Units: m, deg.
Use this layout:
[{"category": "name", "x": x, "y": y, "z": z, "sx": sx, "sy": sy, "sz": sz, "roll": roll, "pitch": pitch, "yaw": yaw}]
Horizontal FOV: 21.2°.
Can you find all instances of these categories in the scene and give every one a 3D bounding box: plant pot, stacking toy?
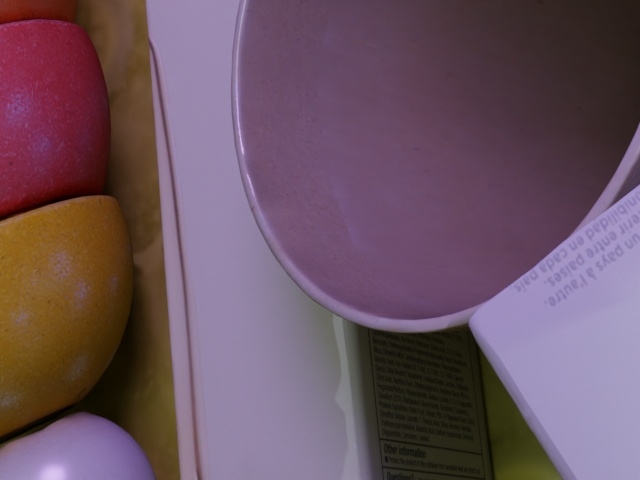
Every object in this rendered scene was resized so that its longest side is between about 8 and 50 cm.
[{"category": "plant pot", "x": 0.143, "y": -0.074, "z": 0.783, "sx": 0.256, "sy": 0.274, "sz": 0.257, "roll": -11, "pitch": 75, "yaw": 47}, {"category": "stacking toy", "x": -0.218, "y": -0.001, "z": 1.014, "sx": 0.350, "sy": 0.350, "sz": 0.480, "roll": -30, "pitch": 85, "yaw": 21}]

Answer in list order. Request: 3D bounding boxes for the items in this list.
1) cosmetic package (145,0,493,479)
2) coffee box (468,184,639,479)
[{"category": "cosmetic package", "x": 0.000, "y": 0.000, "z": 0.930, "sx": 0.113, "sy": 0.160, "sz": 0.310, "roll": -14, "pitch": 73, "yaw": 27}, {"category": "coffee box", "x": 0.329, "y": 0.084, "z": 0.625, "sx": 0.337, "sy": 0.338, "sz": 0.334, "roll": -38, "pitch": 65, "yaw": 17}]
